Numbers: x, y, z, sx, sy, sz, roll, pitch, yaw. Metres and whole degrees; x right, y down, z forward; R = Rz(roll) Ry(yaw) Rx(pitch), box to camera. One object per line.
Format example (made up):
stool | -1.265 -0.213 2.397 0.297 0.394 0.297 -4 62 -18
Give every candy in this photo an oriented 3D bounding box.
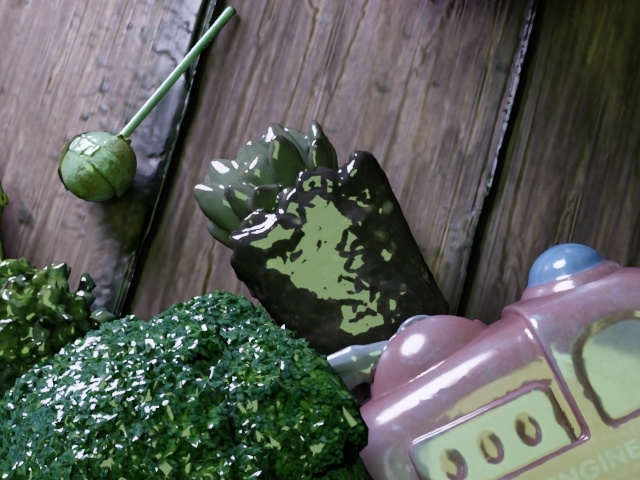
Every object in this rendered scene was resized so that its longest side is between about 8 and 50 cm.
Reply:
candy | -0.132 -0.113 0.913 0.061 0.061 0.202 34 75 13

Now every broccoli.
broccoli | -0.265 0.054 0.861 0.275 0.177 0.198 53 124 42
broccoli | -0.090 0.186 0.667 0.307 0.275 0.308 -7 54 10

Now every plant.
plant | 0.000 0.000 0.824 0.129 0.132 0.194 -34 80 -5

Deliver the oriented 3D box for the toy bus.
toy bus | 0.152 0.129 0.724 0.294 0.197 0.232 -27 86 1
